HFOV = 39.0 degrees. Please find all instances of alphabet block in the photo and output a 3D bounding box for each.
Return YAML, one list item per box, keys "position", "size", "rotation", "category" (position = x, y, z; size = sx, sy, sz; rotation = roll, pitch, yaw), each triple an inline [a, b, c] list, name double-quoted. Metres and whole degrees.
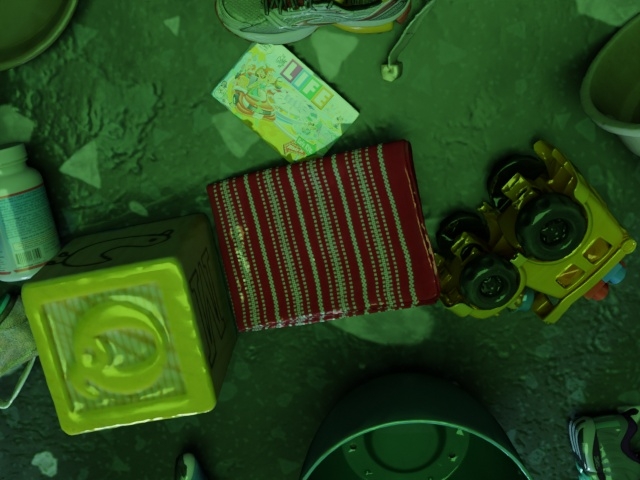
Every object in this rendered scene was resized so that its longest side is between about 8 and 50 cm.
- position: [-0.220, 0.095, 1.098]
  size: [0.192, 0.197, 0.194]
  rotation: [-12, 106, 5]
  category: "alphabet block"

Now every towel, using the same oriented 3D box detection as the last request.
- position: [0.000, 0.000, 1.094]
  size: [0.274, 0.031, 0.199]
  rotation: [-11, 91, 21]
  category: "towel"

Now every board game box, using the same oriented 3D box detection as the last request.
- position: [-0.042, -0.168, 1.102]
  size: [0.154, 0.026, 0.103]
  rotation: [40, 103, -9]
  category: "board game box"

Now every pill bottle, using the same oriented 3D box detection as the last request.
- position: [-0.379, -0.037, 1.121]
  size: [0.087, 0.087, 0.160]
  rotation: [-9, 106, 5]
  category: "pill bottle"

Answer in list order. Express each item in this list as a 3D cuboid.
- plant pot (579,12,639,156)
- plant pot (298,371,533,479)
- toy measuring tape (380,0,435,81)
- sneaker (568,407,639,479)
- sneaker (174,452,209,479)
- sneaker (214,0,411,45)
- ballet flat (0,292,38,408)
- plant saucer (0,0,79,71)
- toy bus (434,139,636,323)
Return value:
- position: [0.502, -0.108, 0.976]
  size: [0.333, 0.334, 0.305]
  rotation: [-32, 114, 11]
  category: "plant pot"
- position: [0.113, 0.300, 1.128]
  size: [0.292, 0.235, 0.293]
  rotation: [1, 106, 2]
  category: "plant pot"
- position: [0.201, -0.292, 1.018]
  size: [0.121, 0.121, 0.330]
  rotation: [32, 113, -7]
  category: "toy measuring tape"
- position: [0.402, 0.335, 1.211]
  size: [0.098, 0.083, 0.224]
  rotation: [-14, 105, 1]
  category: "sneaker"
- position: [-0.154, 0.378, 1.249]
  size: [0.081, 0.080, 0.211]
  rotation: [-11, 116, -2]
  category: "sneaker"
- position: [-0.009, -0.282, 1.024]
  size: [0.225, 0.093, 0.088]
  rotation: [-7, 82, 2]
  category: "sneaker"
- position: [-0.471, 0.204, 1.192]
  size: [0.316, 0.107, 0.106]
  rotation: [-41, 115, 13]
  category: "ballet flat"
- position: [-0.408, -0.337, 1.058]
  size: [0.277, 0.041, 0.278]
  rotation: [1, 107, 2]
  category: "plant saucer"
- position: [0.269, 0.024, 1.102]
  size: [0.211, 0.149, 0.220]
  rotation: [36, 107, -25]
  category: "toy bus"
